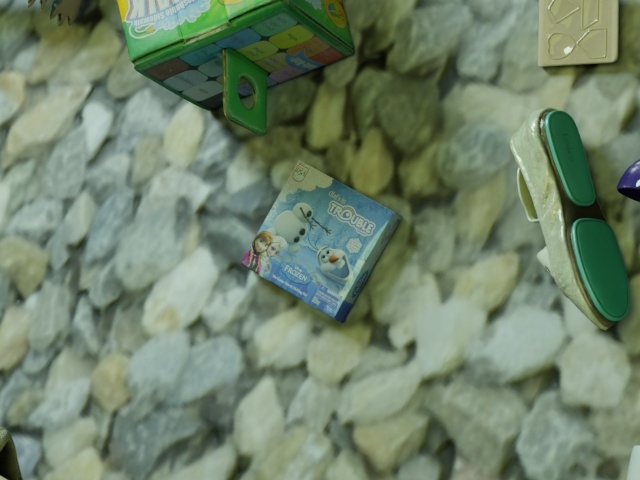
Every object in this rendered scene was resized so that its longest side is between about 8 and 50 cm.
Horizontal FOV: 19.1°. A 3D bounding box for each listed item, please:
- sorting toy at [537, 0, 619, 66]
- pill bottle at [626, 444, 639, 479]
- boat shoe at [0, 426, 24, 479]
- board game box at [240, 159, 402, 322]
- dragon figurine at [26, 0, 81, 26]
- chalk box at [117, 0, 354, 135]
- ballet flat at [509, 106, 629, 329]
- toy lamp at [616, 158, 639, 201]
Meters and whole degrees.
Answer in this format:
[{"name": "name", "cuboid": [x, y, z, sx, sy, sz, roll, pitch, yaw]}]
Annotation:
[{"name": "sorting toy", "cuboid": [0.185, -0.166, 1.357, 0.062, 0.012, 0.083, -2, 81, 28]}, {"name": "pill bottle", "cuboid": [0.221, 0.229, 1.200, 0.112, 0.112, 0.186, 8, 82, 24]}, {"name": "boat shoe", "cuboid": [-0.265, 0.178, 1.425, 0.302, 0.109, 0.098, 34, 87, 20]}, {"name": "board game box", "cuboid": [0.000, 0.000, 1.395, 0.090, 0.020, 0.090, 29, 89, 26]}, {"name": "dragon figurine", "cuboid": [-0.226, -0.269, 1.516, 0.144, 0.085, 0.289, 37, 95, 25]}, {"name": "chalk box", "cuboid": [-0.067, -0.185, 1.404, 0.132, 0.132, 0.213, -21, 72, 18]}, {"name": "ballet flat", "cuboid": [0.170, -0.010, 1.316, 0.052, 0.057, 0.168, -33, 61, 44]}, {"name": "toy lamp", "cuboid": [0.265, -0.157, 1.287, 0.080, 0.080, 0.274, 14, 84, 25]}]
